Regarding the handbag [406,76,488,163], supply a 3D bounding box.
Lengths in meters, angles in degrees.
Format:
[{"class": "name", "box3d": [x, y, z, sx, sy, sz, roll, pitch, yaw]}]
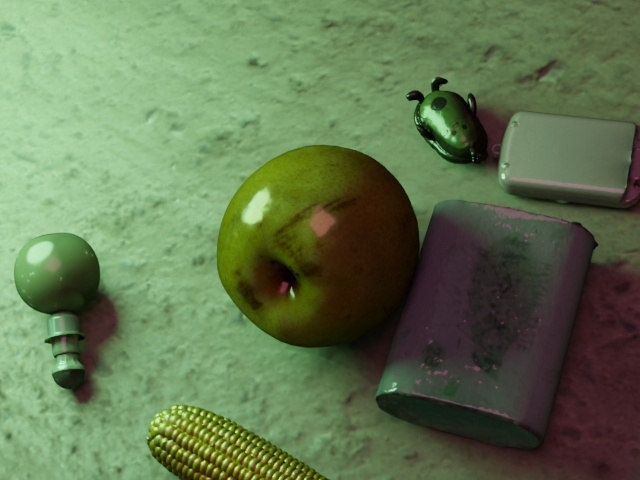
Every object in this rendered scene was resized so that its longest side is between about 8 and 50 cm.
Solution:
[{"class": "handbag", "box3d": [0.144, -0.122, 1.975, 0.072, 0.047, 0.111, -31, 59, -7]}]

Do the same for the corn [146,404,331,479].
[{"class": "corn", "box3d": [-0.060, 0.237, 1.796, 0.248, 0.081, 0.081, 28, 70, 21]}]

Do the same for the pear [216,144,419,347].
[{"class": "pear", "box3d": [0.000, 0.000, 1.851, 0.208, 0.209, 0.209, -4, 61, 7]}]

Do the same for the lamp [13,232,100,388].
[{"class": "lamp", "box3d": [-0.271, 0.075, 1.923, 0.091, 0.091, 0.163, -10, 74, 4]}]

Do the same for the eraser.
[{"class": "eraser", "box3d": [0.168, 0.081, 1.842, 0.174, 0.081, 0.227, 12, 64, 15]}]

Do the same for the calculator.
[{"class": "calculator", "box3d": [0.266, -0.087, 1.943, 0.175, 0.032, 0.100, 8, 63, 14]}]
